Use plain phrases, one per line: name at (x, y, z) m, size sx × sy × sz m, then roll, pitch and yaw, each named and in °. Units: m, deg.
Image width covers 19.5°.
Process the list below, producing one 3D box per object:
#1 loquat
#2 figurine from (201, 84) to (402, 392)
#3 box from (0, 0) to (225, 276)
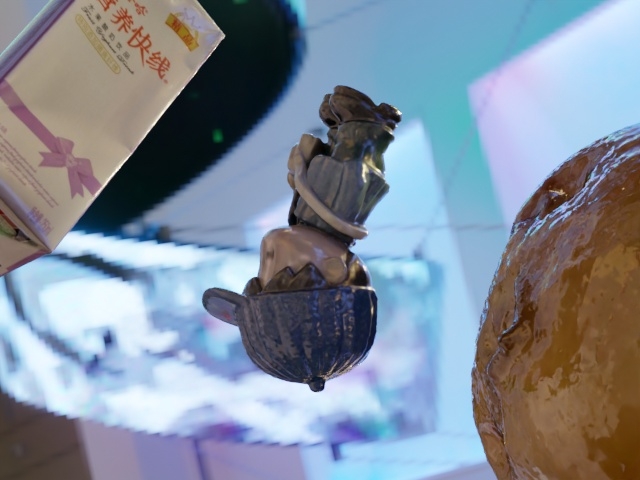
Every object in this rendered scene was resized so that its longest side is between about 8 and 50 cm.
loquat at (0.224, 0.071, 0.990) m, size 0.276 × 0.284 × 0.276 m, roll -54°, pitch -158°, yaw 33°
figurine at (0.000, 0.000, 0.950) m, size 0.149 × 0.087 × 0.086 m, roll -68°, pitch -167°, yaw -12°
box at (-0.081, -0.045, 0.595) m, size 0.036 × 0.117 × 0.050 m, roll -19°, pitch -60°, yaw 46°
